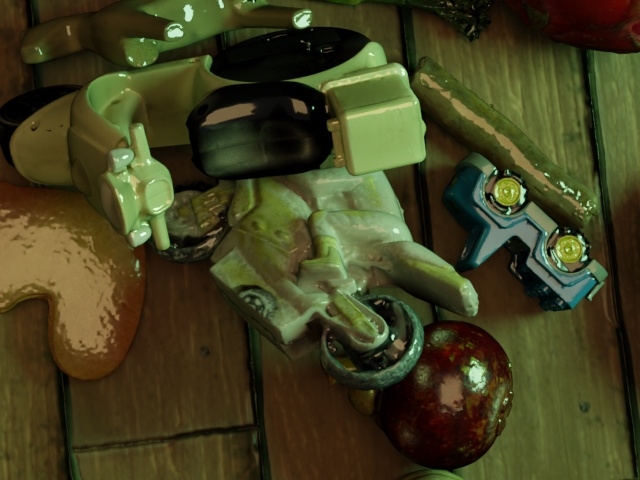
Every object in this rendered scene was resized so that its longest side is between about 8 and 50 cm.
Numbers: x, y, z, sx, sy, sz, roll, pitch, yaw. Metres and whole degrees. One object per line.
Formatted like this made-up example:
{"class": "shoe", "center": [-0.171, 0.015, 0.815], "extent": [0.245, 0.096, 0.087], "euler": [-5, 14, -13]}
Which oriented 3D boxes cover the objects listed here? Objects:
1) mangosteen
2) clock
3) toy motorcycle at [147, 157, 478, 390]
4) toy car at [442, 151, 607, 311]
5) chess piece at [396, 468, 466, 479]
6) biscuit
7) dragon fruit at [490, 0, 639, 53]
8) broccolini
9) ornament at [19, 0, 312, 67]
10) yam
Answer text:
{"class": "mangosteen", "center": [0.102, 0.138, 1.372], "extent": [0.181, 0.146, 0.155], "euler": [23, 114, 35]}
{"class": "clock", "center": [-0.110, -0.106, 1.307], "extent": [0.379, 0.276, 0.120], "euler": [-16, 119, -7]}
{"class": "toy motorcycle", "center": [0.000, 0.000, 1.337], "extent": [0.223, 0.108, 0.341], "euler": [-43, 54, -17]}
{"class": "toy car", "center": [0.191, 0.006, 1.403], "extent": [0.191, 0.097, 0.100], "euler": [44, 83, 0]}
{"class": "chess piece", "center": [0.121, 0.282, 1.268], "extent": [0.137, 0.301, 0.137], "euler": [0, 85, -3]}
{"class": "biscuit", "center": [-0.269, 0.040, 1.380], "extent": [0.192, 0.036, 0.186], "euler": [8, 83, -8]}
{"class": "dragon fruit", "center": [0.282, -0.298, 1.381], "extent": [0.252, 0.241, 0.241], "euler": [34, 82, -14]}
{"class": "broccolini", "center": [0.056, -0.257, 1.439], "extent": [0.254, 0.057, 0.071], "euler": [7, 41, -8]}
{"class": "ornament", "center": [-0.167, -0.210, 1.364], "extent": [0.230, 0.245, 0.061], "euler": [-26, 115, -30]}
{"class": "yam", "center": [0.184, -0.097, 1.437], "extent": [0.241, 0.057, 0.057], "euler": [40, 82, 1]}
